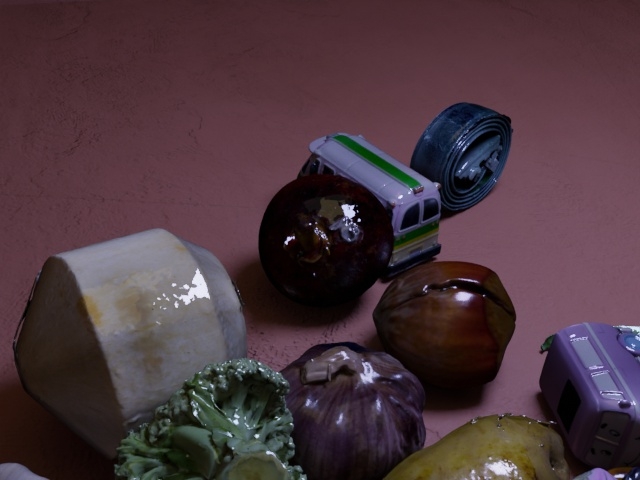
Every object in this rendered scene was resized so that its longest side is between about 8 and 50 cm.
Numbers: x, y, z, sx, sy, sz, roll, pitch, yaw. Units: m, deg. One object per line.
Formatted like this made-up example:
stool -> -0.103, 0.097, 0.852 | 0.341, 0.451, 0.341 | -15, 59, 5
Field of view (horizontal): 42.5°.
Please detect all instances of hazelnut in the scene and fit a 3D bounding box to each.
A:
hazelnut -> 0.193, 0.125, 1.289 | 0.181, 0.181, 0.212 | 36, 40, -25

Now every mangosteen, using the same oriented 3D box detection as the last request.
mangosteen -> 0.000, 0.000, 1.379 | 0.235, 0.235, 0.261 | 14, 1, 15

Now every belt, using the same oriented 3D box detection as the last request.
belt -> 0.279, -0.168, 1.689 | 0.267, 0.206, 0.116 | -33, 45, -31

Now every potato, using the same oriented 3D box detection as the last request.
potato -> 0.199, 0.323, 1.043 | 0.300, 0.140, 0.173 | -20, 39, -26

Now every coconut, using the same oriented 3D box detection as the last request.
coconut -> -0.265, 0.145, 1.137 | 0.323, 0.323, 0.323 | 2, 35, -1

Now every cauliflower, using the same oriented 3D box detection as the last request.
cauliflower -> -0.112, 0.295, 0.955 | 0.272, 0.250, 0.275 | -29, 90, -25

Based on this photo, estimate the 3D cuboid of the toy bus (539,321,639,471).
toy bus -> 0.419, 0.230, 1.194 | 0.142, 0.142, 0.202 | 2, 34, -11

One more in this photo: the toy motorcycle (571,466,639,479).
toy motorcycle -> 0.357, 0.395, 0.934 | 0.188, 0.143, 0.327 | 20, 49, -7

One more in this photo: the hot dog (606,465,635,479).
hot dog -> 0.418, 0.348, 1.099 | 0.140, 0.060, 0.090 | 15, 32, 5

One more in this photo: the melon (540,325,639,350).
melon -> 0.495, 0.194, 1.347 | 0.262, 0.053, 0.114 | 8, 54, 15

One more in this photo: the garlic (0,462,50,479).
garlic -> -0.373, 0.343, 0.990 | 0.199, 0.199, 0.226 | 5, 5, 3

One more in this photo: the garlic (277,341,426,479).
garlic -> 0.040, 0.224, 1.157 | 0.245, 0.160, 0.245 | 5, 26, -3

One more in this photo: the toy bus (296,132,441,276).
toy bus -> 0.086, -0.086, 1.580 | 0.143, 0.179, 0.305 | -22, 42, -31
